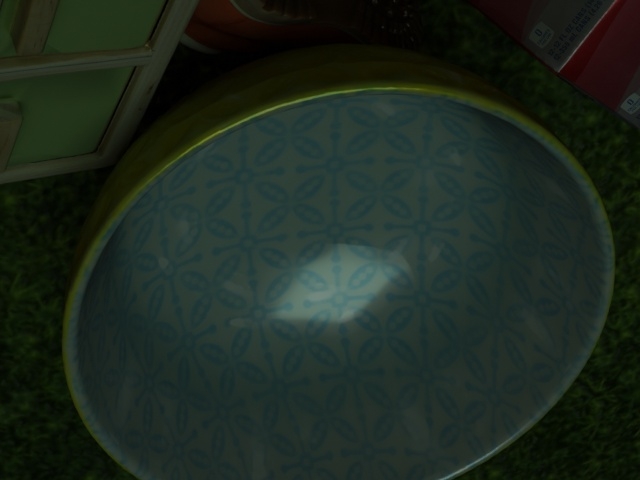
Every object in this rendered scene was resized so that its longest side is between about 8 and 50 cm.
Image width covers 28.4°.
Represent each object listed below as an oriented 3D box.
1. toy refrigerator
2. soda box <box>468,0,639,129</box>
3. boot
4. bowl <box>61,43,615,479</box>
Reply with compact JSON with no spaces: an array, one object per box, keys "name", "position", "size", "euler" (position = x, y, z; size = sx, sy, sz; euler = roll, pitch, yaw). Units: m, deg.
[{"name":"toy refrigerator","position":[-0.110,-0.120,0.528],"size":[0.102,0.094,0.269],"euler":[-12,160,-29]},{"name":"soda box","position":[0.194,-0.191,0.616],"size":[0.083,0.092,0.263],"euler":[22,111,-43]},{"name":"boot","position":[-0.014,-0.123,0.664],"size":[0.084,0.059,0.158],"euler":[-14,168,41]},{"name":"bowl","position":[0.000,0.000,0.697],"size":[0.289,0.156,0.289],"euler":[-7,129,-9]}]
